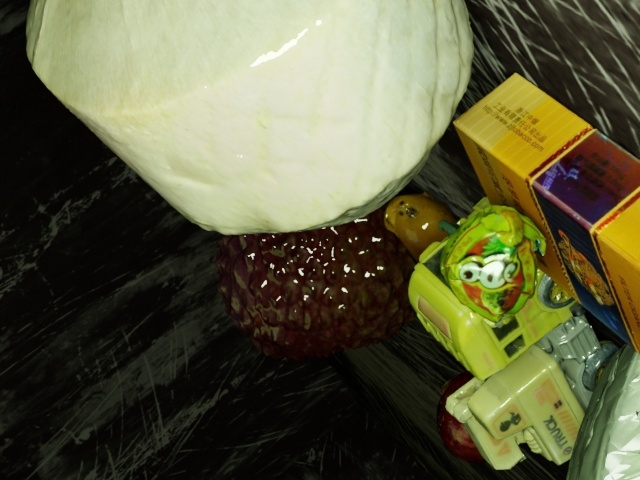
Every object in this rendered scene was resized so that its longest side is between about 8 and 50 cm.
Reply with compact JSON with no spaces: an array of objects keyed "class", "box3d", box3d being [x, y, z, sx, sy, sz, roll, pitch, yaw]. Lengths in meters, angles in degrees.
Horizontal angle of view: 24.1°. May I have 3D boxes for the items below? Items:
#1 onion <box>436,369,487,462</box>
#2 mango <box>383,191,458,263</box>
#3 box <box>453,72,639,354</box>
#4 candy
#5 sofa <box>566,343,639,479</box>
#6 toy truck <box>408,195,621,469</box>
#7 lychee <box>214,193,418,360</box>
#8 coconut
[{"class":"onion","box3d":[0.204,0.216,1.864,0.131,0.131,0.131,50,173,9]},{"class":"mango","box3d":[0.117,-0.004,1.567,0.077,0.063,0.127,34,167,51]},{"class":"box","box3d":[0.204,0.000,1.046,0.237,0.070,0.152,42,168,44]},{"class":"candy","box3d":[0.119,0.004,1.143,0.073,0.077,0.262,31,-176,-6]},{"class":"sofa","box3d":[0.323,0.186,1.202,0.225,0.176,0.210,21,167,8]},{"class":"toy truck","box3d":[0.176,0.100,1.353,0.124,0.157,0.272,44,170,46]},{"class":"lychee","box3d":[0.000,0.000,1.695,0.271,0.271,0.271,50,173,9]},{"class":"coconut","box3d":[-0.055,-0.166,1.013,0.329,0.329,0.329,50,173,9]}]
